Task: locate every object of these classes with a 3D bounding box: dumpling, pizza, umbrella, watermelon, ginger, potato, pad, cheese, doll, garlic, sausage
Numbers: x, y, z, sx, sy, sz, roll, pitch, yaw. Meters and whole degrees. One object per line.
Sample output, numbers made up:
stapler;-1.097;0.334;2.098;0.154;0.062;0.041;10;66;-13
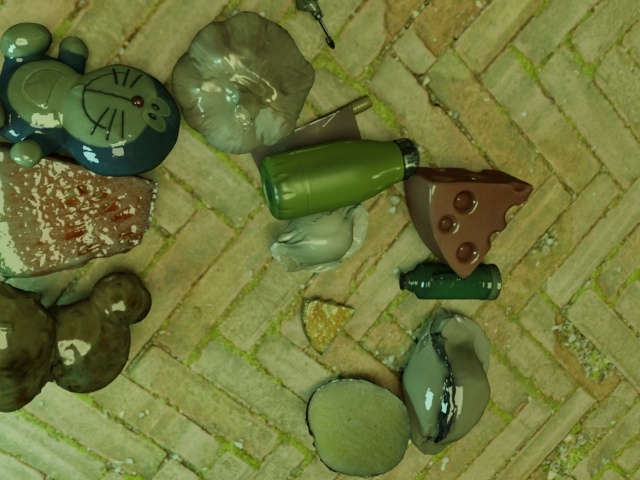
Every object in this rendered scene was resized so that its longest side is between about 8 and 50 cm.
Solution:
dumpling;0.000;0.000;1.016;0.188;0.108;0.127;-24;141;-19
pizza;0.018;0.154;1.108;0.108;0.026;0.123;-18;109;-10
umbrella;-0.046;-0.418;0.900;0.044;0.044;0.269;-24;105;23
watermelon;-0.385;-0.052;0.901;0.256;0.140;0.193;-3;104;-22
ginger;-0.416;0.156;0.919;0.304;0.155;0.245;-9;123;-43
dumpling;0.270;0.292;1.145;0.204;0.163;0.293;11;94;-12
potato;0.074;0.373;1.142;0.202;0.117;0.182;6;64;10
pad;-0.015;-0.144;0.994;0.187;0.006;0.113;-24;126;-4
cheese;0.250;-0.034;1.051;0.203;0.128;0.177;0;110;-18
doll;-0.336;-0.183;0.833;0.258;0.228;0.154;11;150;-4
garlic;-0.106;-0.219;0.854;0.218;0.212;0.219;-5;115;-10
sausage;0.027;-0.210;0.987;0.132;0.024;0.024;-27;112;-4

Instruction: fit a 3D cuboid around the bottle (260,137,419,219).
bottle;0.037;-0.111;0.962;0.260;0.112;0.112;-14;111;-14

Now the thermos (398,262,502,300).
thermos;0.244;0.081;1.105;0.187;0.083;0.073;1;111;-12
